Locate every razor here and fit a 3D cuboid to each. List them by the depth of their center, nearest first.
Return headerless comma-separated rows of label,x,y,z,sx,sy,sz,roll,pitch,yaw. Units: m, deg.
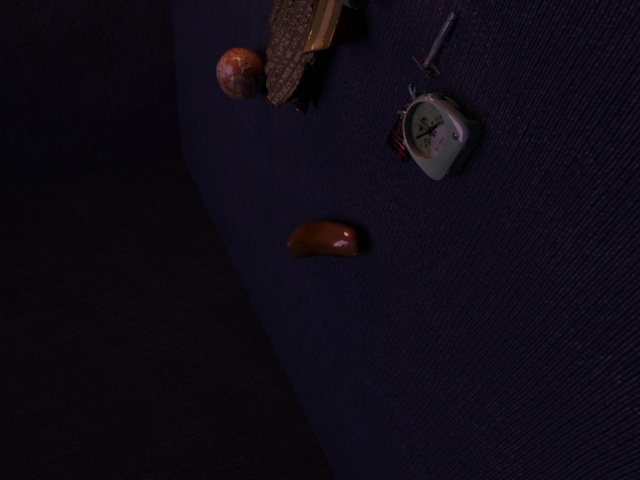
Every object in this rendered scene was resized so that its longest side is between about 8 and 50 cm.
razor,0.252,-0.418,1.059,0.068,0.040,0.135,62,147,24

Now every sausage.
sausage,-0.001,-0.003,1.763,0.501,0.123,0.136,-6,101,66

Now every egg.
egg,-0.308,-0.649,1.955,0.233,0.195,0.194,113,137,-73

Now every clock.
clock,0.248,-0.250,1.106,0.210,0.066,0.159,57,147,23

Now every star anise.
star anise,-0.129,-0.491,1.675,0.228,0.218,0.148,0,110,22

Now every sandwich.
sandwich,0.021,-0.589,1.294,0.117,0.144,0.187,6,112,46

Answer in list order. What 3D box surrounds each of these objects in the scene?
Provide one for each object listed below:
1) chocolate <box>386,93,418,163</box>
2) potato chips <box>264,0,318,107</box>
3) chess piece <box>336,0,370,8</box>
chocolate,0.215,-0.274,1.233,0.086,0.028,0.182,53,147,21
potato chips,-0.093,-0.632,1.550,0.429,0.070,0.358,-51,49,48
chess piece,-0.001,-0.673,1.215,0.299,0.195,0.194,40,143,25
